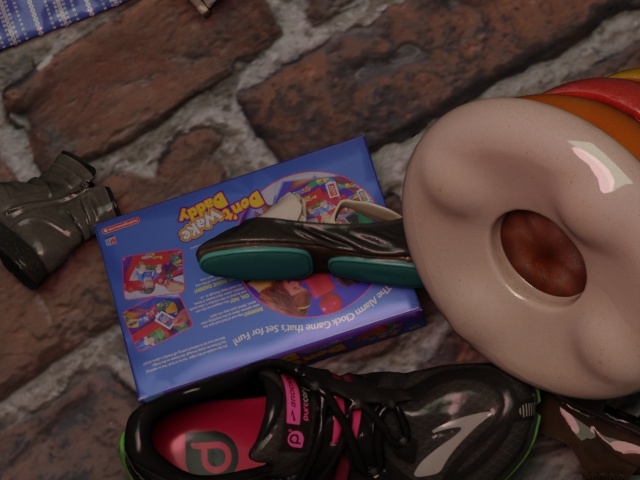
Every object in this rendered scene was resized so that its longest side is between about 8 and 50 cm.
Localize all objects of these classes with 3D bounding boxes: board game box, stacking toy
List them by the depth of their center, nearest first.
[{"bbox_3d":[0.350,-0.084,1.666,0.351,0.350,0.480,37,51,18],"label":"stacking toy"},{"bbox_3d":[-0.074,0.041,1.818,0.347,0.078,0.233,-18,70,3],"label":"board game box"}]

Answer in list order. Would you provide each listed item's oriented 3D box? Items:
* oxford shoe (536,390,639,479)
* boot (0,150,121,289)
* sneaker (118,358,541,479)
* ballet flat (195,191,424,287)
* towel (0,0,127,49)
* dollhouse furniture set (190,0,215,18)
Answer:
[{"bbox_3d":[0.342,0.239,1.697,0.227,0.083,0.096,28,96,17],"label":"oxford shoe"},{"bbox_3d":[-0.375,-0.059,1.912,0.246,0.083,0.161,40,69,20],"label":"boot"},{"bbox_3d":[0.007,0.224,1.678,0.483,0.202,0.185,-9,71,6],"label":"sneaker"},{"bbox_3d":[0.000,0.000,1.736,0.281,0.095,0.096,4,62,-1],"label":"ballet flat"},{"bbox_3d":[-0.435,-0.376,2.012,0.336,0.040,0.243,-20,82,1],"label":"towel"},{"bbox_3d":[-0.188,-0.391,1.899,0.303,0.174,0.355,-43,88,3],"label":"dollhouse furniture set"}]
